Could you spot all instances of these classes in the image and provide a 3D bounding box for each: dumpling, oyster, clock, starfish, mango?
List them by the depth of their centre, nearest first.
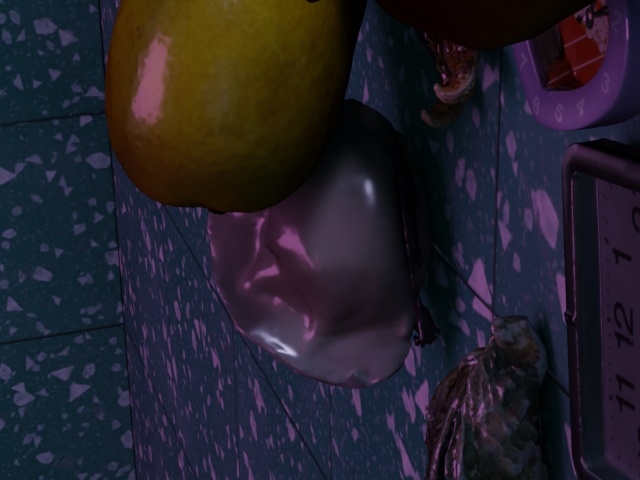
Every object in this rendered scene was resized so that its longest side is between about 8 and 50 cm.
[{"bbox_3d":[0.244,0.081,1.112,0.279,0.049,0.273,-144,49,-69],"label":"clock"},{"bbox_3d":[0.189,-0.155,1.152,0.198,0.064,0.172,-116,23,-47],"label":"clock"},{"bbox_3d":[0.101,-0.218,1.441,0.238,0.071,0.216,-126,36,-56],"label":"starfish"},{"bbox_3d":[0.144,0.197,1.459,0.267,0.112,0.198,94,-177,-62],"label":"oyster"},{"bbox_3d":[-0.063,-0.238,1.527,0.301,0.221,0.445,66,-143,-77],"label":"mango"},{"bbox_3d":[0.011,-0.003,1.611,0.163,0.205,0.292,155,116,-66],"label":"dumpling"}]

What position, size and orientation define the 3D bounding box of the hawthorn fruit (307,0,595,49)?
[{"bbox_3d":[0.104,-0.269,0.959,0.308,0.308,0.324,-134,51,-64],"label":"hawthorn fruit"}]
